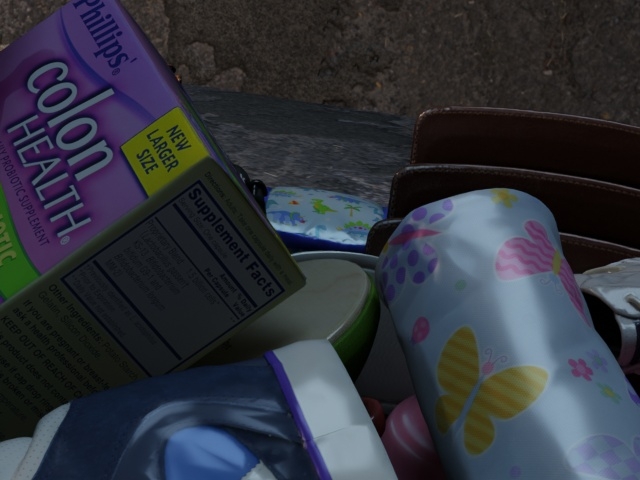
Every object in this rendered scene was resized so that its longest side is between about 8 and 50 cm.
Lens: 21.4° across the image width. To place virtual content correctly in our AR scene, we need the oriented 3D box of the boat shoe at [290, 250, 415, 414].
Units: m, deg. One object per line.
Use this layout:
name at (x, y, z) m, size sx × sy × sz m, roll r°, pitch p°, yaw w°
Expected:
boat shoe at (0.079, 0.076, 1.266) m, size 0.303 × 0.114 × 0.091 m, roll 21°, pitch 5°, yaw -16°

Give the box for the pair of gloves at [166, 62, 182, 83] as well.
pair of gloves at (-0.151, -0.139, 1.372) m, size 0.074 × 0.010 × 0.083 m, roll 7°, pitch 15°, yaw -13°

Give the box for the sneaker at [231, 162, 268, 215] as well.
sneaker at (-0.090, 0.005, 1.447) m, size 0.098 × 0.135 × 0.276 m, roll 6°, pitch 13°, yaw -17°

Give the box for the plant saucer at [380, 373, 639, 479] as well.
plant saucer at (0.193, 0.143, 1.084) m, size 0.332 × 0.084 × 0.332 m, roll 7°, pitch 12°, yaw -2°

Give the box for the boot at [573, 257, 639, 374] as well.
boot at (0.244, 0.067, 1.092) m, size 0.123 × 0.095 × 0.258 m, roll -8°, pitch 10°, yaw -34°

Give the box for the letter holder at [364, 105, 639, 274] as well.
letter holder at (0.200, 0.008, 1.411) m, size 0.302 × 0.214 × 0.152 m, roll 10°, pitch 12°, yaw 13°

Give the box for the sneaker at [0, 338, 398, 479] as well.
sneaker at (-0.063, 0.183, 0.716) m, size 0.236 × 0.130 × 0.323 m, roll -19°, pitch 38°, yaw -4°

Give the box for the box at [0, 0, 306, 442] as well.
box at (-0.168, 0.000, 0.995) m, size 0.243 × 0.117 × 0.213 m, roll -34°, pitch 42°, yaw 1°

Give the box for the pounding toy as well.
pounding toy at (-0.037, 0.115, 1.001) m, size 0.183 × 0.110 × 0.237 m, roll -19°, pitch 20°, yaw 22°

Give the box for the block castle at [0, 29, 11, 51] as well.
block castle at (-0.376, -0.070, 1.437) m, size 0.453 × 0.212 × 0.303 m, roll 17°, pitch 16°, yaw 35°

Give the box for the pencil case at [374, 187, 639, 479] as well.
pencil case at (0.120, 0.097, 0.909) m, size 0.124 × 0.113 × 0.273 m, roll 25°, pitch 32°, yaw -42°

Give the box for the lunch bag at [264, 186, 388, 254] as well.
lunch bag at (0.000, 0.000, 1.624) m, size 0.129 × 0.096 × 0.151 m, roll 8°, pitch 2°, yaw 0°
